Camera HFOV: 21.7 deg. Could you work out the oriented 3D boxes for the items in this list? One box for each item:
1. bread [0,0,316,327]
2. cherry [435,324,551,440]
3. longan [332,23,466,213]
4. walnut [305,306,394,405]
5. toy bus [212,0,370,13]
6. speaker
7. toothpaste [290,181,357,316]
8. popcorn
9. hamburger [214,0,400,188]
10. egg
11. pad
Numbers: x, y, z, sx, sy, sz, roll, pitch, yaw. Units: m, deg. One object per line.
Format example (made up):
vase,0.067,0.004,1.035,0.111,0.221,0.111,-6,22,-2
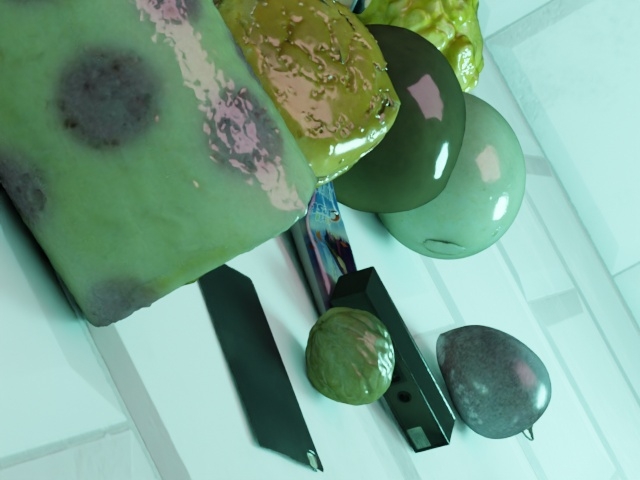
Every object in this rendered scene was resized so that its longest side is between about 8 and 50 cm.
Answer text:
bread,-0.158,-0.127,1.096,0.338,0.187,0.155,60,13,-6
cherry,0.193,0.154,1.876,0.148,0.115,0.188,21,8,3
longan,0.061,-0.131,1.782,0.196,0.196,0.220,51,30,-32
walnut,0.026,0.102,1.465,0.092,0.092,0.092,53,17,-24
toy bus,-0.035,-0.342,1.731,0.194,0.288,0.232,22,27,10
speaker,0.071,0.116,1.599,0.191,0.040,0.046,62,27,-24
toothpaste,0.000,0.000,1.630,0.096,0.061,0.266,22,47,-63
popcorn,0.130,-0.281,2.276,0.250,0.190,0.250,174,-90,-86
hamburger,-0.032,-0.151,1.585,0.213,0.108,0.214,20,54,-31
egg,0.148,-0.080,1.968,0.186,0.186,0.253,52,21,-29
pad,-0.053,0.095,1.362,0.116,0.004,0.193,34,30,-58
